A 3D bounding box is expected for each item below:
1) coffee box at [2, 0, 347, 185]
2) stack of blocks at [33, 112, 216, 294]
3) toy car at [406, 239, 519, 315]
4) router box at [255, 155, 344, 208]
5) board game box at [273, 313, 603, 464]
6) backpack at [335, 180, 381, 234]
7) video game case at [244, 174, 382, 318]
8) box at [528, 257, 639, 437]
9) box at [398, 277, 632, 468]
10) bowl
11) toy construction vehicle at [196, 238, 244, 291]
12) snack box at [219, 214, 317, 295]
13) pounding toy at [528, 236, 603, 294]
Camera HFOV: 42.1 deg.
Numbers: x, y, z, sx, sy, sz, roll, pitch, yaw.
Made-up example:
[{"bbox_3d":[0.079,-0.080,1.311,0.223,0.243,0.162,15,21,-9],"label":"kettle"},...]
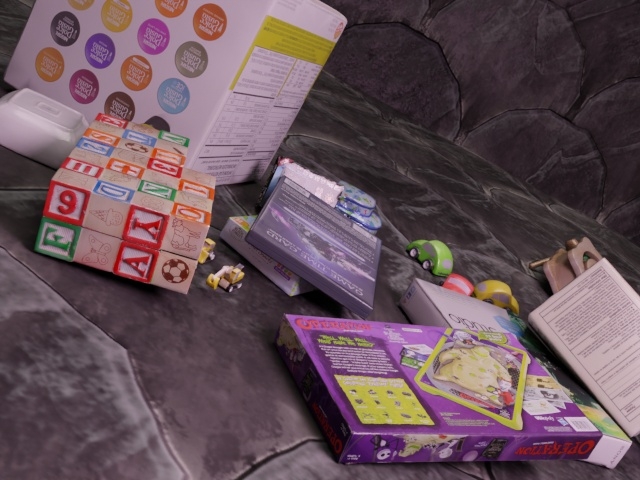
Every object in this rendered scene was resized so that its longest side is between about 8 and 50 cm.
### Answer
[{"bbox_3d":[-0.216,-0.307,1.326,0.338,0.334,0.338,33,15,11],"label":"coffee box"},{"bbox_3d":[-0.222,-0.058,1.015,0.171,0.087,0.297,16,20,-12],"label":"stack of blocks"},{"bbox_3d":[0.245,0.058,1.528,0.239,0.053,0.225,11,26,-45],"label":"toy car"},{"bbox_3d":[-0.034,-0.073,1.375,0.123,0.092,0.038,25,-5,-15],"label":"router box"},{"bbox_3d":[0.137,0.172,0.974,0.347,0.056,0.208,8,31,-28],"label":"board game box"},{"bbox_3d":[0.053,-0.046,1.459,0.114,0.084,0.105,33,20,-1],"label":"backpack"},{"bbox_3d":[0.000,0.000,1.222,0.196,0.026,0.274,34,21,-6],"label":"video game case"},{"bbox_3d":[0.450,0.166,1.278,0.232,0.149,0.127,53,3,18],"label":"box"},{"bbox_3d":[0.277,0.188,1.223,0.232,0.058,0.322,19,23,-30],"label":"box"},{"bbox_3d":[-0.383,-0.159,1.137,0.142,0.053,0.142,25,18,-12],"label":"bowl"},{"bbox_3d":[-0.139,0.027,1.043,0.086,0.035,0.098,35,19,15],"label":"toy construction vehicle"},{"bbox_3d":[-0.061,0.018,1.182,0.141,0.037,0.100,39,19,21],"label":"snack box"},{"bbox_3d":[0.581,0.095,1.928,0.269,0.155,0.154,-25,85,-57],"label":"pounding toy"}]
